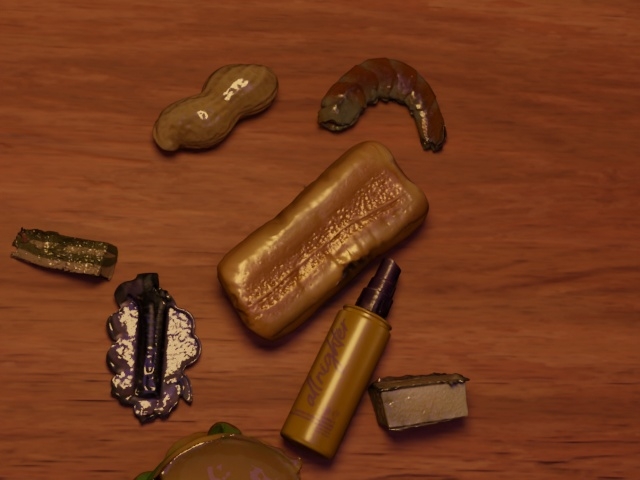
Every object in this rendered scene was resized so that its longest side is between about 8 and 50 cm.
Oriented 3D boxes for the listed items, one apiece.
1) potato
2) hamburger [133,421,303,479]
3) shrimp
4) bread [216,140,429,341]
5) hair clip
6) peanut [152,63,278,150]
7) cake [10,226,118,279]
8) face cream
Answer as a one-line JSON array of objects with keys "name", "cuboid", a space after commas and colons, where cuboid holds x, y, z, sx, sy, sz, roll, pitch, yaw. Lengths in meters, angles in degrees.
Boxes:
[{"name": "potato", "cuboid": [0.131, 0.209, 1.647, 0.122, 0.086, 0.061, -7, 93, -10]}, {"name": "hamburger", "cuboid": [-0.123, 0.339, 1.554, 0.237, 0.149, 0.237, 1, 84, -13]}, {"name": "shrimp", "cuboid": [0.089, -0.169, 1.743, 0.161, 0.049, 0.166, -40, 93, -14]}, {"name": "bread", "cuboid": [0.000, 0.000, 1.667, 0.305, 0.091, 0.142, -39, 87, -13]}, {"name": "hair clip", "cuboid": [-0.217, 0.139, 1.636, 0.124, 0.052, 0.195, -2, 83, -1]}, {"name": "peanut", "cuboid": [-0.142, -0.179, 1.697, 0.187, 0.082, 0.082, -38, 85, -11]}, {"name": "cake", "cuboid": [-0.337, 0.015, 1.645, 0.140, 0.055, 0.051, 12, 83, -2]}, {"name": "face cream", "cuboid": [0.039, 0.149, 1.647, 0.078, 0.078, 0.273, 27, 77, -1]}]
